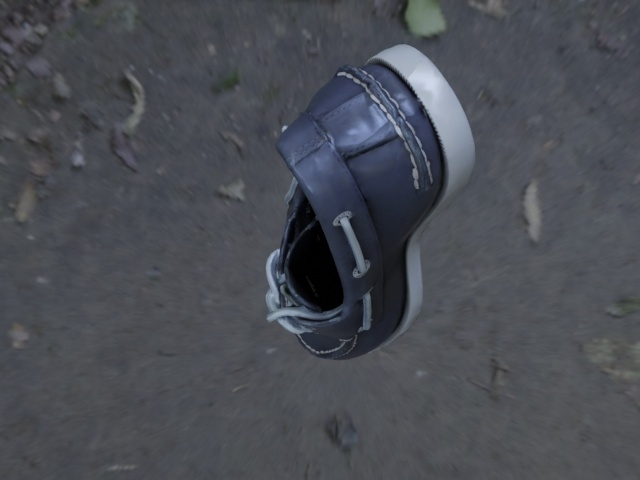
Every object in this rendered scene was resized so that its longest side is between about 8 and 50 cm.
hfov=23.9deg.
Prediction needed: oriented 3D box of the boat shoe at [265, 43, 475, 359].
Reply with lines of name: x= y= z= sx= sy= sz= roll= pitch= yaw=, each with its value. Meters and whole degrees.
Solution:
boat shoe: x=0.000 y=0.000 z=0.573 sx=0.065 sy=0.206 sz=0.075 roll=-29 pitch=73 yaw=-20
